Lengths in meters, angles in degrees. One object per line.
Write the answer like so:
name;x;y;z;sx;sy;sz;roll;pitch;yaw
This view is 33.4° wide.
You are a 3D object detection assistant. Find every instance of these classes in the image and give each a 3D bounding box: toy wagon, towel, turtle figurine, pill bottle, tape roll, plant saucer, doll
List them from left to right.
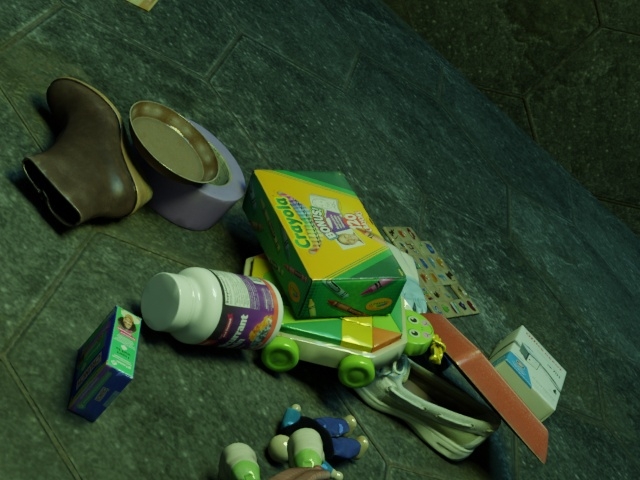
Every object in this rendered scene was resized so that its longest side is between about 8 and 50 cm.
plant saucer;-0.230;-0.145;1.640;0.168;0.029;0.168;36;27;-22
tape roll;-0.219;-0.111;1.735;0.189;0.080;0.189;34;28;-21
pill bottle;-0.153;0.095;1.499;0.194;0.108;0.108;12;41;-49
turtle figurine;-0.028;0.360;1.250;0.274;0.198;0.266;46;8;-25
doll;-0.004;0.289;1.512;0.189;0.046;0.129;8;43;-53
toy wagon;0.040;0.115;1.684;0.345;0.068;0.267;14;36;-8
towel;0.209;0.213;1.966;0.067;0.029;0.119;52;26;10
plant saucer;0.282;0.239;1.846;0.258;0.048;0.259;49;1;-18

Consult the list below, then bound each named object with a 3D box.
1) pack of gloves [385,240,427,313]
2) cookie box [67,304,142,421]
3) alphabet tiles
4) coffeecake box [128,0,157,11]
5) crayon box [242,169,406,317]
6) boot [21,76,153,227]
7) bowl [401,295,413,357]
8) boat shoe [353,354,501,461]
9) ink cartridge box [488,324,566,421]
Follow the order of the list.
pack of gloves;0.108;0.061;2.042;0.195;0.046;0.232;30;23;-19
cookie box;-0.259;0.147;1.282;0.040;0.092;0.107;31;29;-24
alphabet tiles;0.224;0.064;2.232;0.198;0.009;0.237;-1;51;-56
coffeecake box;-0.372;-0.548;2.068;0.186;0.142;0.068;20;36;-43
crayon box;0.000;0.000;1.689;0.165;0.081;0.278;-1;40;-27
boot;-0.359;-0.135;1.541;0.248;0.090;0.207;53;24;6
bowl;0.112;0.138;1.871;0.170;0.080;0.170;34;28;-21
boat shoe;0.153;0.239;1.756;0.320;0.103;0.118;40;26;-12
ink cartridge box;0.404;0.270;2.119;0.139;0.082;0.191;47;27;1
